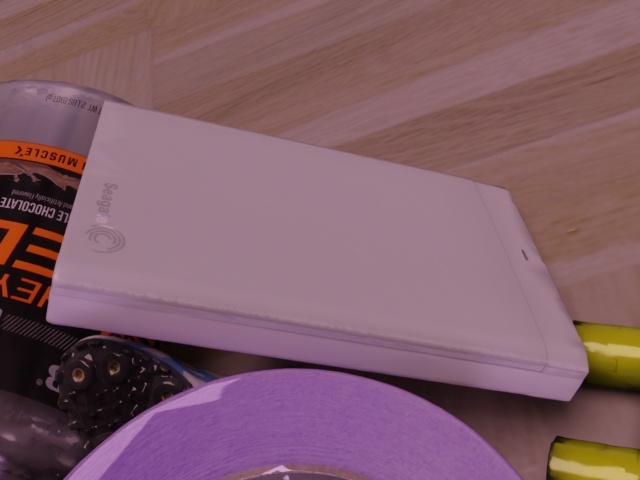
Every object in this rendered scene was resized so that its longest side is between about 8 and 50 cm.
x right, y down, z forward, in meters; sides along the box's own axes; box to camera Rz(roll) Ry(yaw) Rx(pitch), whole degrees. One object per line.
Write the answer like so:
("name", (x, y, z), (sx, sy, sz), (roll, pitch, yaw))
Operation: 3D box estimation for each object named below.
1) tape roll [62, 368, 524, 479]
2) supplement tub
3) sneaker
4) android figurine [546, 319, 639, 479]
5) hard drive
("tape roll", (-0.015, 0.202, 0.395), (0.274, 0.090, 0.275), (1, 79, -5))
("supplement tub", (-0.222, 0.065, 0.595), (0.207, 0.207, 0.338), (-6, 54, 18))
("sneaker", (-0.049, 0.122, 0.506), (0.085, 0.237, 0.086), (-63, 8, 12))
("android figurine", (0.274, 0.115, 0.461), (0.272, 0.056, 0.248), (5, 57, 27))
("hard drive", (0.000, 0.000, 0.529), (0.307, 0.040, 0.203), (11, 34, -13))
